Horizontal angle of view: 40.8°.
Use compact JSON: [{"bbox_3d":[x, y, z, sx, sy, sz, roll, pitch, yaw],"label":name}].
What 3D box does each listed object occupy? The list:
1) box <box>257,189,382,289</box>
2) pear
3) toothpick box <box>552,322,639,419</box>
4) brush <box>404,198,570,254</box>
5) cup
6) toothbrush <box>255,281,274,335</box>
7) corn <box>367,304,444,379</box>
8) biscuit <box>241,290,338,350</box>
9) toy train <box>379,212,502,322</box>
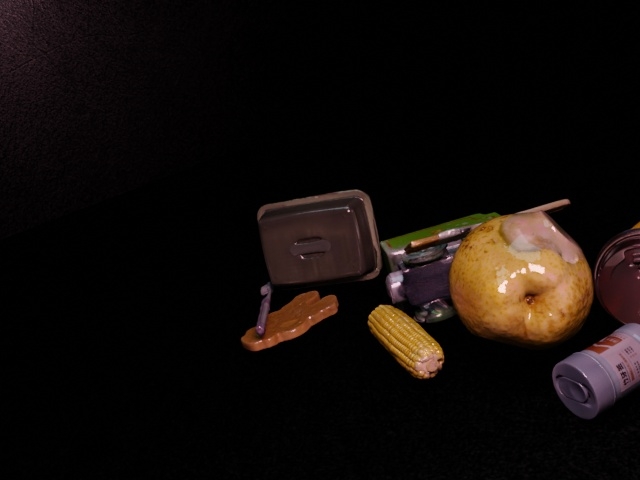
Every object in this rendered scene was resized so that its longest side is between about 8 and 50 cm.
[{"bbox_3d":[0.000,0.000,2.066,0.291,0.220,0.166,-9,10,18],"label":"box"},{"bbox_3d":[0.363,0.082,1.558,0.271,0.271,0.271,-14,21,5],"label":"pear"},{"bbox_3d":[0.462,0.207,1.377,0.153,0.101,0.101,-25,23,-23],"label":"toothpick box"},{"bbox_3d":[0.327,-0.030,1.673,0.337,0.020,0.085,-15,-11,-7],"label":"brush"},{"bbox_3d":[0.622,0.043,1.585,0.196,0.196,0.280,-2,16,31],"label":"cup"},{"bbox_3d":[-0.131,0.153,1.972,0.029,0.024,0.354,-28,12,6],"label":"toothbrush"},{"bbox_3d":[0.163,0.192,1.655,0.081,0.081,0.248,-20,21,-11],"label":"corn"},{"bbox_3d":[-0.070,0.180,1.908,0.236,0.040,0.144,-32,18,-31],"label":"biscuit"},{"bbox_3d":[0.280,0.053,1.818,0.307,0.173,0.249,-16,13,0],"label":"toy train"}]
